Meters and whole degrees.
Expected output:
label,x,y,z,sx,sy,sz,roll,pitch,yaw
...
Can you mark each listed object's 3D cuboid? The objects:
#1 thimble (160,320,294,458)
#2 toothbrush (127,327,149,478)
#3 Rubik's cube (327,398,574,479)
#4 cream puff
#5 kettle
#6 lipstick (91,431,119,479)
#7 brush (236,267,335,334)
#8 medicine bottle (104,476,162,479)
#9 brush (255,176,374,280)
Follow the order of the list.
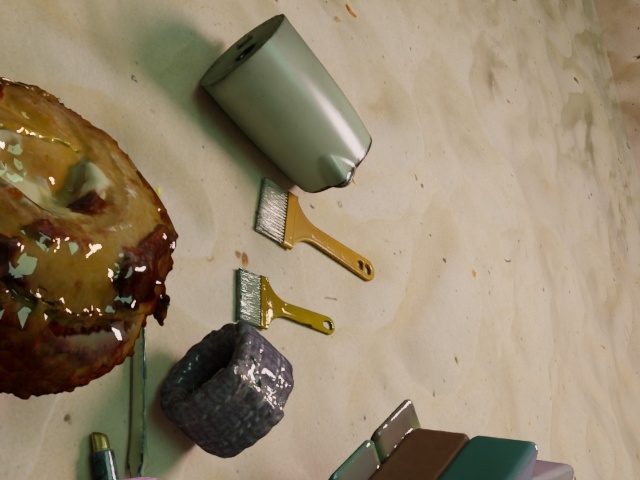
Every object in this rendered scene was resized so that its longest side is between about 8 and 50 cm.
label,x,y,z,sx,sy,sz,roll,pitch,yaw
thimble,-0.113,0.179,0.973,0.097,0.150,0.150,50,40,-23
toothbrush,-0.210,0.226,0.931,0.028,0.026,0.294,32,46,-60
Rubik's cube,0.131,0.403,0.967,0.368,0.358,0.387,42,56,-37
cream puff,-0.304,0.006,0.773,0.351,0.228,0.350,33,25,-18
kettle,-0.043,-0.216,1.275,0.255,0.165,0.240,46,13,-24
lipstick,-0.232,0.265,0.877,0.037,0.037,0.116,8,61,-48
brush,-0.047,0.107,1.201,0.205,0.011,0.083,25,52,-41
medicine bottle,-0.247,0.301,0.686,0.291,0.178,0.178,16,58,-58
brush,0.000,0.000,1.314,0.272,0.013,0.103,33,48,-36
